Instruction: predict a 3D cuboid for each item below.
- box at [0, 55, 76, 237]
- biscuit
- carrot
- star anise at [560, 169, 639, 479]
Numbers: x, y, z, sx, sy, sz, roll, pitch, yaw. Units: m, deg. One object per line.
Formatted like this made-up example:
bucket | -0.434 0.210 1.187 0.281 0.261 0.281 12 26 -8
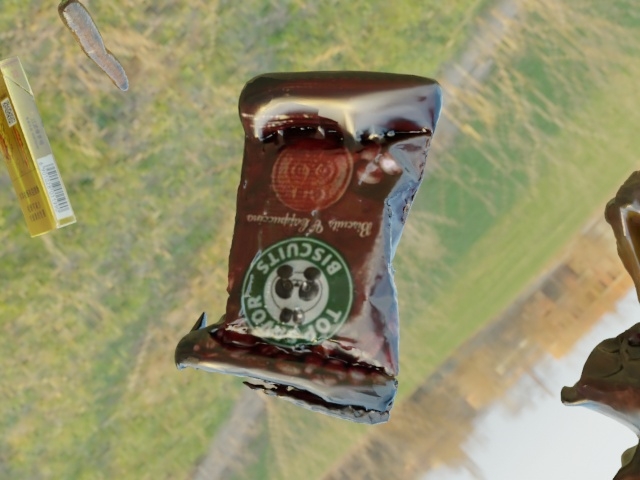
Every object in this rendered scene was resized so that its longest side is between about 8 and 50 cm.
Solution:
box | -0.267 -0.082 1.106 0.022 0.156 0.089 -21 -177 -31
biscuit | -0.006 -0.002 0.835 0.063 0.151 0.235 43 56 -67
carrot | -0.294 -0.252 1.597 0.035 0.035 0.165 -43 135 -14
star anise | 0.200 0.061 0.518 0.126 0.190 0.220 -73 161 -78
